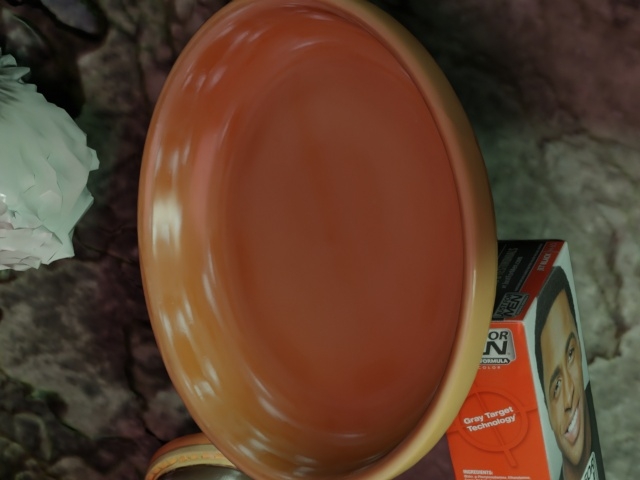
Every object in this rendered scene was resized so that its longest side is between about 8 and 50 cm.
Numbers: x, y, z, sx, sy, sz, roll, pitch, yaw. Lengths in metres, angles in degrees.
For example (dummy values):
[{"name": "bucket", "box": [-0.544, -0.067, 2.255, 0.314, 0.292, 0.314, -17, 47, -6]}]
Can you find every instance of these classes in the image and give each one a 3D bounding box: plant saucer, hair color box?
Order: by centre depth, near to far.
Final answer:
[{"name": "plant saucer", "box": [0.000, 0.000, 0.783, 0.200, 0.037, 0.200, 6, 98, 49]}, {"name": "hair color box", "box": [0.084, 0.078, 0.819, 0.043, 0.072, 0.141, -2, 117, 24]}]

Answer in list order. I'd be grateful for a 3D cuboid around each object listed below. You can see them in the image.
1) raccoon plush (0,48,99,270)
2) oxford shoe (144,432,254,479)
[{"name": "raccoon plush", "box": [-0.356, -0.015, 0.879, 0.446, 0.216, 0.299, 34, 132, 1]}, {"name": "oxford shoe", "box": [0.011, 0.255, 0.907, 0.130, 0.133, 0.364, -18, 109, 29]}]
